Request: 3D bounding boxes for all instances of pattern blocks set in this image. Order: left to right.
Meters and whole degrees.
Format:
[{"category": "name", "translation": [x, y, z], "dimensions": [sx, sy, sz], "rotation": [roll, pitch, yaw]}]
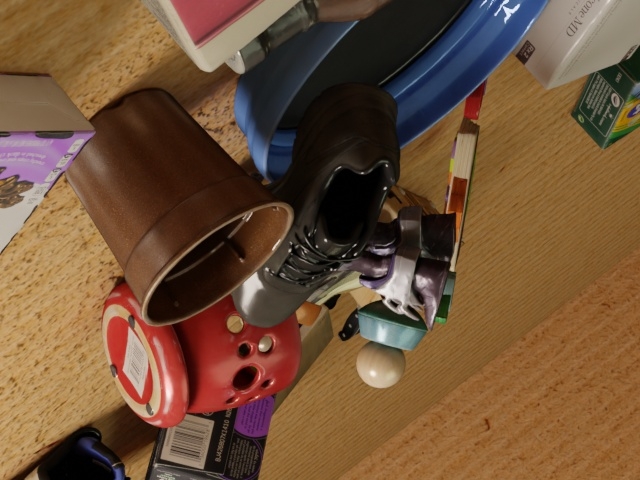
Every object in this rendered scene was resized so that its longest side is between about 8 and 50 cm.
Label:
[{"category": "pattern blocks set", "translation": [0.169, -0.062, 1.850], "dimensions": [0.285, 0.026, 0.325], "rotation": [-4, 103, -83]}]

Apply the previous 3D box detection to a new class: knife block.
[{"category": "knife block", "translation": [0.077, 0.044, 2.152], "dimensions": [0.242, 0.088, 0.276], "rotation": [-43, 163, 11]}]

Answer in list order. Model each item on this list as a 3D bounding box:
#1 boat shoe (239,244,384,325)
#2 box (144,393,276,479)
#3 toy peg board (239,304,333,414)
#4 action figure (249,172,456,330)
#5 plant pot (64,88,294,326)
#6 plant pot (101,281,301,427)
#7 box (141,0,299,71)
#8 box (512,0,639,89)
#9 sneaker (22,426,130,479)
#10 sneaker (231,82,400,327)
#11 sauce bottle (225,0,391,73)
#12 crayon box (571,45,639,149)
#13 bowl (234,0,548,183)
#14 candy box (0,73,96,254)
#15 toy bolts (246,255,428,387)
[{"category": "boat shoe", "translation": [-0.012, 0.044, 2.010], "dimensions": [0.223, 0.080, 0.073], "rotation": [-24, 131, -7]}, {"category": "box", "translation": [-0.169, 0.317, 2.142], "dimensions": [0.270, 0.143, 0.165], "rotation": [113, -8, -55]}, {"category": "toy peg board", "translation": [-0.063, 0.160, 2.215], "dimensions": [0.160, 0.079, 0.161], "rotation": [-52, 166, -13]}, {"category": "action figure", "translation": [0.000, 0.000, 1.631], "dimensions": [0.185, 0.285, 0.099], "rotation": [-68, 171, -54]}, {"category": "plant pot", "translation": [-0.138, -0.038, 1.377], "dimensions": [0.167, 0.165, 0.167], "rotation": [-34, 162, -13]}, {"category": "plant pot", "translation": [-0.143, 0.106, 1.708], "dimensions": [0.174, 0.191, 0.191], "rotation": [-17, 154, -30]}, {"category": "box", "translation": [-0.093, -0.238, 0.992], "dimensions": [0.127, 0.148, 0.232], "rotation": [-39, 164, -3]}, {"category": "box", "translation": [0.319, -0.292, 1.749], "dimensions": [0.182, 0.119, 0.181], "rotation": [-23, 157, -42]}, {"category": "sneaker", "translation": [-0.315, 0.350, 2.057], "dimensions": [0.182, 0.127, 0.315], "rotation": [-41, 161, 13]}, {"category": "sneaker", "translation": [-0.011, -0.012, 1.449], "dimensions": [0.109, 0.130, 0.286], "rotation": [13, 127, -21]}, {"category": "sauce bottle", "translation": [0.053, -0.263, 1.294], "dimensions": [0.344, 0.111, 0.111], "rotation": [-34, 162, -14]}, {"category": "crayon box", "translation": [0.542, -0.289, 2.276], "dimensions": [0.323, 0.083, 0.203], "rotation": [-34, 162, -17]}, {"category": "bowl", "translation": [0.079, -0.208, 1.543], "dimensions": [0.391, 0.077, 0.391], "rotation": [-35, 163, -13]}, {"category": "candy box", "translation": [-0.299, -0.040, 1.199], "dimensions": [0.196, 0.070, 0.165], "rotation": [-48, 161, 25]}, {"category": "toy bolts", "translation": [0.022, 0.085, 1.857], "dimensions": [0.218, 0.228, 0.158], "rotation": [23, 83, -81]}]
